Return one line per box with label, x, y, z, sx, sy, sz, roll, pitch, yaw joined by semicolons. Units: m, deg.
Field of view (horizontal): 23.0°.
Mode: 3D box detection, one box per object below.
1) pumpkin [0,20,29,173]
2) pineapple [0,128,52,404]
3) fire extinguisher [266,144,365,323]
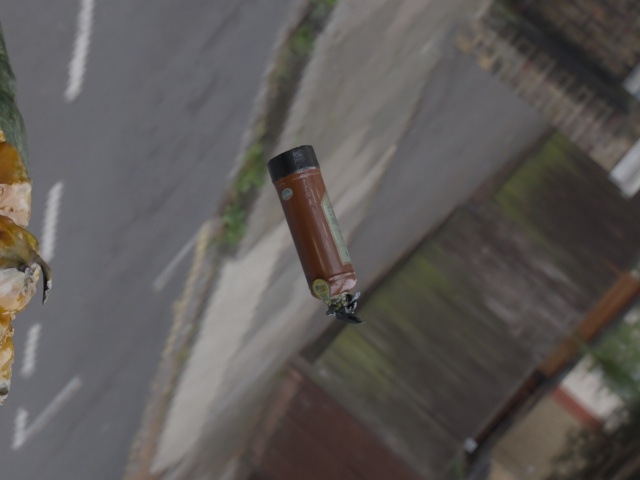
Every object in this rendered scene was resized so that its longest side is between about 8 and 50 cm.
pumpkin;-0.334;-0.070;1.035;0.291;0.328;0.257;-24;176;-1
pineapple;-0.183;-0.007;0.618;0.047;0.221;0.221;-8;141;-55
fire extinguisher;0.000;0.000;1.476;0.050;0.177;0.062;-14;170;-34
